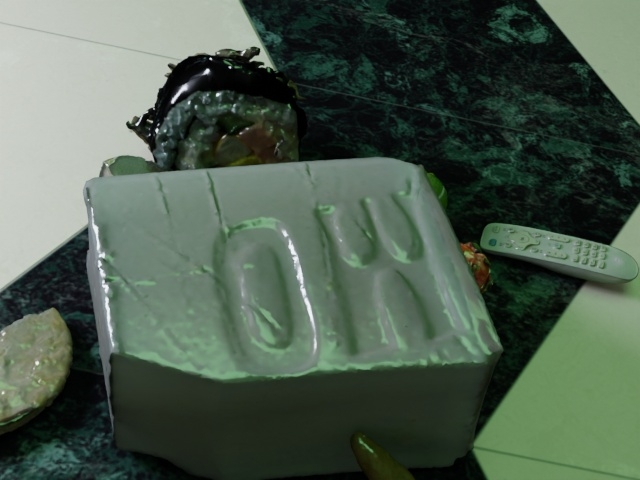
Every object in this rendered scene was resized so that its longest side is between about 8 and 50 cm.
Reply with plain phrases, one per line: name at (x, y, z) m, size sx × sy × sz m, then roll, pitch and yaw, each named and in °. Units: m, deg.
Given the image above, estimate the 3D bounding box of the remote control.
remote control at (0.347, 0.024, 1.574) m, size 0.229 × 0.044 × 0.073 m, roll 12°, pitch 40°, yaw 10°

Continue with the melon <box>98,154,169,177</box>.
melon at (-0.257, -0.041, 1.455) m, size 0.139 × 0.202 × 0.093 m, roll -6°, pitch 57°, yaw 29°

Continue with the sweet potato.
sweet potato at (0.134, 0.309, 1.193) m, size 0.269 × 0.075 × 0.075 m, roll 44°, pitch 50°, yaw 8°

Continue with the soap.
soap at (-0.049, 0.086, 1.274) m, size 0.435 × 0.213 × 0.350 m, roll -4°, pitch 54°, yaw -13°

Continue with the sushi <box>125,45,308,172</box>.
sushi at (-0.134, -0.177, 1.542) m, size 0.238 × 0.225 × 0.219 m, roll 29°, pitch 25°, yaw -13°

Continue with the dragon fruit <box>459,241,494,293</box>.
dragon fruit at (0.192, 0.040, 1.493) m, size 0.086 × 0.081 × 0.116 m, roll -5°, pitch 23°, yaw -15°

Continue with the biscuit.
biscuit at (-0.383, 0.171, 1.255) m, size 0.250 × 0.032 × 0.133 m, roll -29°, pitch 57°, yaw -36°

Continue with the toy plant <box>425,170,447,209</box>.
toy plant at (0.132, -0.042, 1.553) m, size 0.093 × 0.093 × 0.162 m, roll 18°, pitch 44°, yaw 5°
